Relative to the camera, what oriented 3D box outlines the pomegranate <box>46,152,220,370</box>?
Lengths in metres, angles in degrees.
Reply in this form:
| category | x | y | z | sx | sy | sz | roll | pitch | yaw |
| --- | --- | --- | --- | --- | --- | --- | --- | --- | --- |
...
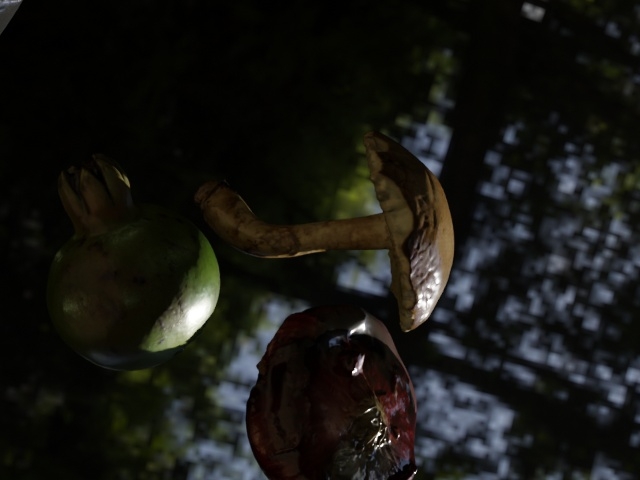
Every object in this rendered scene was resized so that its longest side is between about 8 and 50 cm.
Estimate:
| category | x | y | z | sx | sy | sz | roll | pitch | yaw |
| --- | --- | --- | --- | --- | --- | --- | --- | --- | --- |
| pomegranate | -0.220 | 0.039 | 2.196 | 0.159 | 0.190 | 0.241 | -43 | 149 | -56 |

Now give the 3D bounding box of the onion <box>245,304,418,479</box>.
| category | x | y | z | sx | sy | sz | roll | pitch | yaw |
| --- | --- | --- | --- | --- | --- | --- | --- | --- | --- |
| onion | -0.001 | 0.217 | 2.462 | 0.195 | 0.272 | 0.272 | -16 | -119 | 39 |

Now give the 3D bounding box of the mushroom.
| category | x | y | z | sx | sy | sz | roll | pitch | yaw |
| --- | --- | --- | --- | --- | --- | --- | --- | --- | --- |
| mushroom | 0.027 | 0.009 | 2.316 | 0.301 | 0.208 | 0.233 | -23 | -122 | 33 |

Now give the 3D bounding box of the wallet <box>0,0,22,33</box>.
| category | x | y | z | sx | sy | sz | roll | pitch | yaw |
| --- | --- | --- | --- | --- | --- | --- | --- | --- | --- |
| wallet | -0.481 | -0.238 | 2.531 | 0.244 | 0.124 | 0.025 | -45 | -109 | 36 |
